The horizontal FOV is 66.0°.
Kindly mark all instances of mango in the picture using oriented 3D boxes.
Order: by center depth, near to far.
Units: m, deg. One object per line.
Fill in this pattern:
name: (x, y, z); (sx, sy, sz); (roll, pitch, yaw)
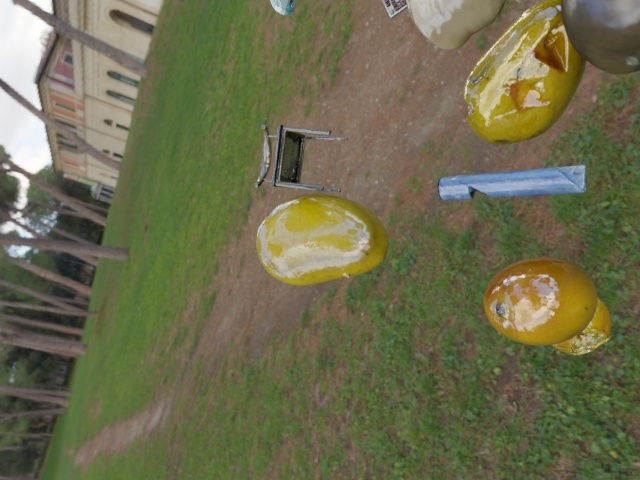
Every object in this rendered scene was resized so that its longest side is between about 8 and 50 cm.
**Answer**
mango: (0.374, 0.097, 0.846); (0.175, 0.254, 0.139); (-5, 91, 28)
mango: (0.506, -0.407, 1.225); (0.182, 0.252, 0.365); (-66, -3, -52)
mango: (0.000, 0.000, 1.449); (0.445, 0.220, 0.301); (8, 57, 43)

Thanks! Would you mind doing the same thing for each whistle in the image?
whistle: (0.416, -0.125, 1.091); (0.304, 0.062, 0.062); (0, 69, 33)

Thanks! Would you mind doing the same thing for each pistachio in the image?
pistachio: (0.137, -0.277, 0.505); (0.113, 0.113, 0.149); (12, 122, 70)

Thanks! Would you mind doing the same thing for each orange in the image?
orange: (0.585, 0.190, 1.135); (0.155, 0.154, 0.134); (-60, 2, 29)

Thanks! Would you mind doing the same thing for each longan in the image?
longan: (0.608, -0.461, 0.943); (0.300, 0.243, 0.300); (-18, -90, -83)

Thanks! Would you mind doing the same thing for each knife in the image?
knife: (-0.090, -0.626, 1.224); (0.031, 0.064, 0.222); (125, 154, -50)

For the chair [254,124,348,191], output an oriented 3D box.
chair: (-0.082, -0.234, 1.419); (0.166, 0.272, 0.188); (-8, -74, -68)

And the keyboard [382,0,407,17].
keyboard: (0.103, -0.461, 0.828); (0.055, 0.017, 0.166); (-26, 86, 34)
